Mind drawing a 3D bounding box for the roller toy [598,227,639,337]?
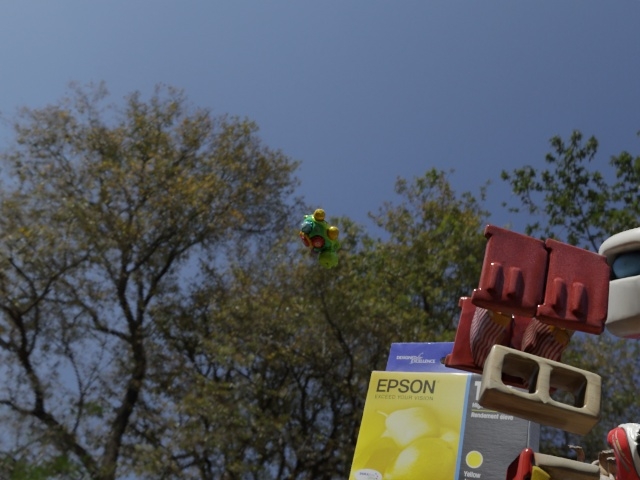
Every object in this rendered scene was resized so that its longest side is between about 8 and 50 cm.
[{"bbox_3d":[0.472,0.051,0.839,0.209,0.191,0.146,-6,-104,29],"label":"roller toy"}]

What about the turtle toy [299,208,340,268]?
[{"bbox_3d":[0.000,0.000,1.379,0.130,0.066,0.095,54,-18,14],"label":"turtle toy"}]

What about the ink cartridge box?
[{"bbox_3d":[0.220,0.302,1.115,0.303,0.307,0.072,-7,-36,31],"label":"ink cartridge box"}]

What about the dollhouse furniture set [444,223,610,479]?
[{"bbox_3d":[0.223,0.191,0.759,0.152,0.374,0.201,15,-35,10],"label":"dollhouse furniture set"}]

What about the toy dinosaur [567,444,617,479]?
[{"bbox_3d":[0.688,0.637,1.617,0.127,0.295,0.200,-4,-93,18],"label":"toy dinosaur"}]

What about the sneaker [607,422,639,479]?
[{"bbox_3d":[0.656,0.500,1.278,0.118,0.107,0.279,145,-68,-66],"label":"sneaker"}]
